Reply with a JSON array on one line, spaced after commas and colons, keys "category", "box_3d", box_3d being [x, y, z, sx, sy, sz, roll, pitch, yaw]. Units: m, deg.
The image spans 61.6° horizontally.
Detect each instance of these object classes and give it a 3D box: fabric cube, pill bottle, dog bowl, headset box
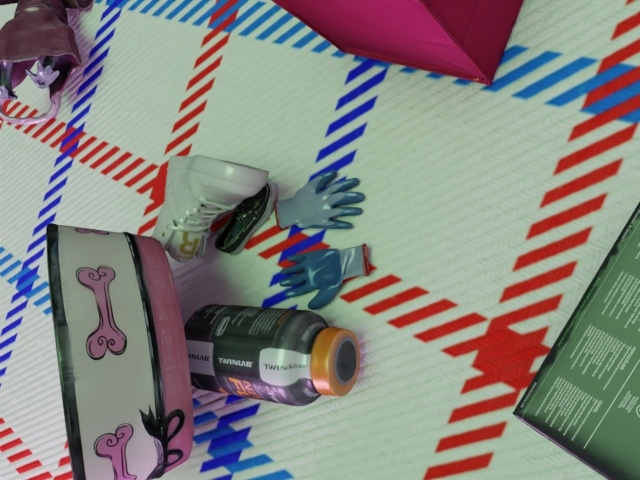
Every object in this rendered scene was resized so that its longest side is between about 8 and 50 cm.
[{"category": "fabric cube", "box_3d": [0.106, -0.369, 0.636, 0.254, 0.259, 0.258, 24, 99, 31]}, {"category": "pill bottle", "box_3d": [-0.070, 0.159, 0.755, 0.245, 0.130, 0.130, -1, 83, 32]}, {"category": "dog bowl", "box_3d": [-0.298, 0.170, 0.792, 0.408, 0.150, 0.408, 172, 90, -66]}, {"category": "headset box", "box_3d": [0.371, 0.132, 0.482, 0.283, 0.131, 0.246, 31, 100, 31]}]

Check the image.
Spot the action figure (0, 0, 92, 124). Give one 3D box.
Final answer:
[{"category": "action figure", "box_3d": [-0.590, -0.472, 1.167, 0.276, 0.248, 0.370, 119, 149, -62]}]

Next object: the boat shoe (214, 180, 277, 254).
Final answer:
[{"category": "boat shoe", "box_3d": [-0.120, -0.036, 0.863, 0.049, 0.040, 0.142, 43, 107, 29]}]

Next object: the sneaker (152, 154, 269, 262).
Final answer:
[{"category": "sneaker", "box_3d": [-0.176, -0.042, 0.828, 0.292, 0.108, 0.169, 12, 89, 60]}]

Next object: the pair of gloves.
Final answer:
[{"category": "pair of gloves", "box_3d": [0.000, 0.000, 0.795, 0.159, 0.023, 0.198, -15, 75, 32]}]
